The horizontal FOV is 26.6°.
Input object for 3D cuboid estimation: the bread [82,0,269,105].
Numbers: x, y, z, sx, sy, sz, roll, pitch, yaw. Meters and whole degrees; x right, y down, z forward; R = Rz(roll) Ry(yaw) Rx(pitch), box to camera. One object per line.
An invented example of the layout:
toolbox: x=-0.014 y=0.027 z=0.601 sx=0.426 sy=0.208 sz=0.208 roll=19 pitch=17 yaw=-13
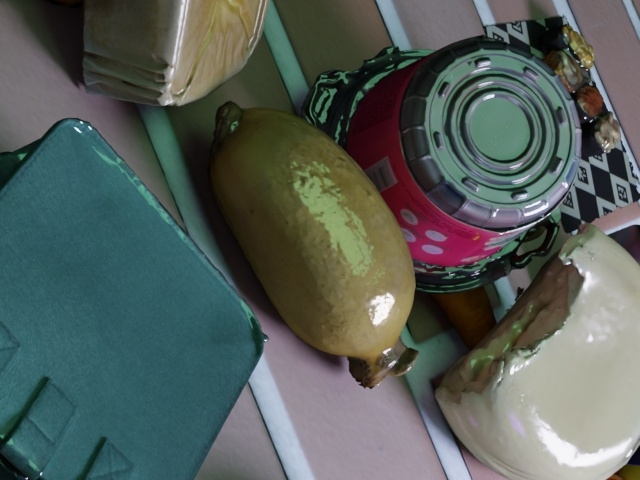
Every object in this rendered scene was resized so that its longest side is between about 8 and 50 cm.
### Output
bread: x=-0.121 y=-0.232 z=1.176 sx=0.109 sy=0.210 sz=0.192 roll=25 pitch=36 yaw=17

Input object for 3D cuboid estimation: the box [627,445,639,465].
box: x=0.393 y=0.178 z=1.569 sx=0.259 sy=0.168 sz=0.071 roll=-30 pitch=115 yaw=-51

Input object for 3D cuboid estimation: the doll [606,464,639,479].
doll: x=0.403 y=0.306 z=1.549 sx=0.221 sy=0.135 sz=0.143 roll=41 pitch=35 yaw=21

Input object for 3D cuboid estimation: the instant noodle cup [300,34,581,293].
instant noodle cup: x=0.139 y=-0.087 z=1.325 sx=0.302 sy=0.181 sz=0.258 roll=19 pitch=75 yaw=-13

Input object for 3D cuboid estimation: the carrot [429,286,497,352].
carrot: x=0.169 y=0.092 z=1.448 sx=0.257 sy=0.061 sz=0.061 roll=58 pitch=38 yaw=-13

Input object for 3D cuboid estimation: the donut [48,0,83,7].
donut: x=-0.232 y=-0.280 z=1.184 sx=0.152 sy=0.058 sz=0.152 roll=24 pitch=53 yaw=-37

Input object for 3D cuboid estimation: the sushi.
sushi: x=0.351 y=-0.173 z=1.814 sx=0.264 sy=0.050 sz=0.290 roll=-17 pitch=84 yaw=-52

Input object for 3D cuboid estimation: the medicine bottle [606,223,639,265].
medicine bottle: x=0.370 y=0.051 z=1.597 sx=0.119 sy=0.188 sz=0.094 roll=53 pitch=39 yaw=-14

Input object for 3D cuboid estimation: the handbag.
handbag: x=-0.189 y=0.077 z=1.008 sx=0.269 sy=0.100 sz=0.274 roll=49 pitch=41 yaw=-25

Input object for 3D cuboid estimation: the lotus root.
lotus root: x=0.003 y=-0.002 z=1.242 sx=0.303 sy=0.130 sz=0.146 roll=58 pitch=39 yaw=-9

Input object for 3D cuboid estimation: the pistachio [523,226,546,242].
pistachio: x=0.186 y=-0.071 z=1.501 sx=0.210 sy=0.131 sz=0.165 roll=1 pitch=47 yaw=-32

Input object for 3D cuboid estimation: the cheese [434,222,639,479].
cheese: x=0.247 y=0.124 z=1.401 sx=0.266 sy=0.127 sz=0.233 roll=-51 pitch=119 yaw=-21
